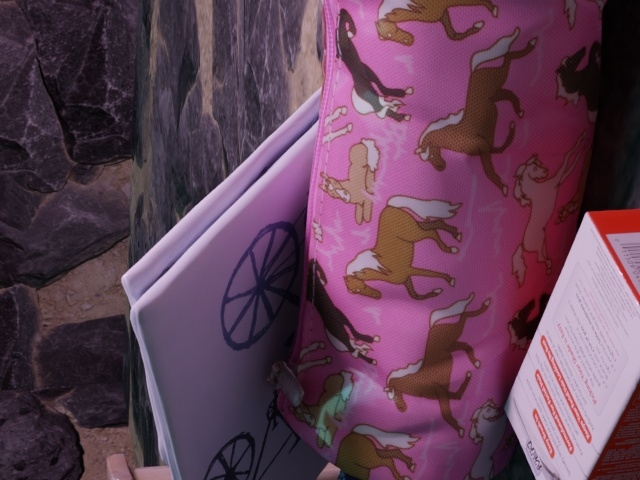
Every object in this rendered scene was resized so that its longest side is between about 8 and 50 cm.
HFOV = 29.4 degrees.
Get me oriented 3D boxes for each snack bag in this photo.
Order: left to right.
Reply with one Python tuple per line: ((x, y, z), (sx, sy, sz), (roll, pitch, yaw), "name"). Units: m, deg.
((-0.015, 0.060, 0.881), (0.323, 0.037, 0.342), (-50, -32, -37), "snack bag")

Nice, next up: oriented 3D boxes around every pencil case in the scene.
((0.069, -0.029, 0.747), (0.160, 0.167, 0.386), (30, 125, 37), "pencil case")

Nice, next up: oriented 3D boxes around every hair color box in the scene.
((0.159, 0.074, 0.671), (0.167, 0.053, 0.093), (104, 156, -43), "hair color box")

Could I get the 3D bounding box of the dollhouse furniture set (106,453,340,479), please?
((-0.111, 0.255, 1.301), (0.394, 0.257, 0.362), (-146, 55, -71), "dollhouse furniture set")
